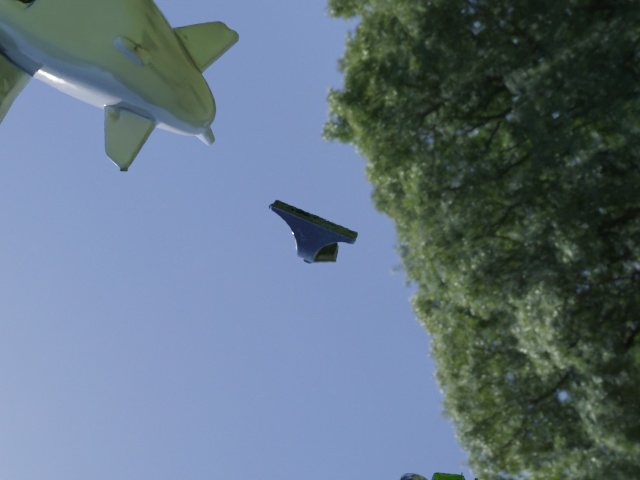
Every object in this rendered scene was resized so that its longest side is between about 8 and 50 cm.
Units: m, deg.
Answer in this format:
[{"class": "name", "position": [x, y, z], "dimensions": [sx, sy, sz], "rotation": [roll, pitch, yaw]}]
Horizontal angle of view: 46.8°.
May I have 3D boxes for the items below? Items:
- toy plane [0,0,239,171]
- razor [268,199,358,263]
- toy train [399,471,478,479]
[{"class": "toy plane", "position": [-0.170, -0.152, 0.511], "dimensions": [0.117, 0.244, 0.245], "rotation": [75, 170, -80]}, {"class": "razor", "position": [-0.002, 0.006, 0.603], "dimensions": [0.066, 0.033, 0.190], "rotation": [23, 177, 6]}, {"class": "toy train", "position": [0.115, 0.288, 0.677], "dimensions": [0.060, 0.081, 0.202], "rotation": [-64, -34, -49]}]
